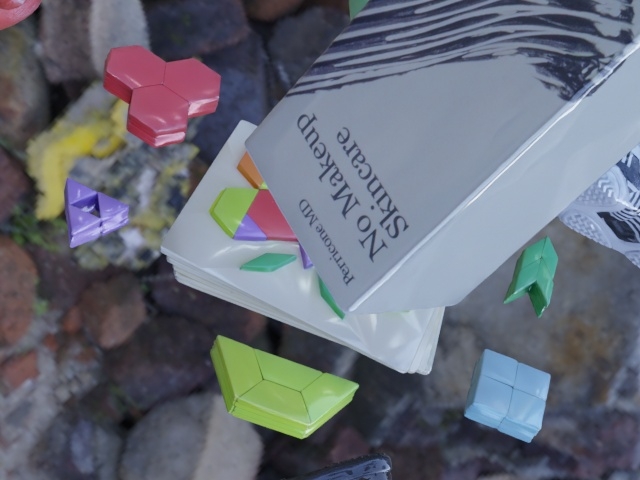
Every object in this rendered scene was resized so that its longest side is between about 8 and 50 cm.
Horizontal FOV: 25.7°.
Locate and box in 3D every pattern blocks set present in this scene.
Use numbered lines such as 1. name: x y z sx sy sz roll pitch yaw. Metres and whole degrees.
1. pattern blocks set: 0.000 0.000 0.889 0.325 0.285 0.026 15 137 -9

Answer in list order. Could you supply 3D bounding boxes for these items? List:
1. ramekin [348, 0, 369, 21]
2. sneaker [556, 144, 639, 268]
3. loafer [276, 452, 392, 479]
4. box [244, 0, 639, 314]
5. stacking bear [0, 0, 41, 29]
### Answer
1. ramekin: 0.188 -0.202 1.162 0.303 0.148 0.303 4 82 -31
2. sneaker: 0.354 -0.082 1.377 0.210 0.366 0.137 -55 174 -17
3. loafer: -0.029 0.270 1.366 0.220 0.078 0.080 -16 171 -3
4. box: 0.095 -0.088 0.621 0.094 0.113 0.275 -3 144 -50
5. stacking bear: -0.248 -0.124 0.689 0.289 0.175 0.164 -16 167 30
